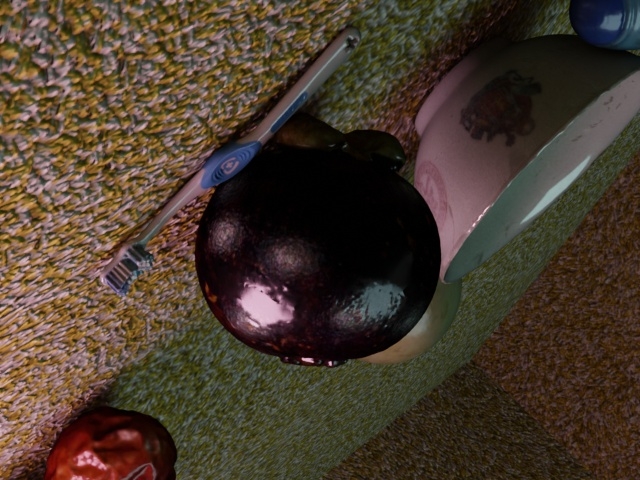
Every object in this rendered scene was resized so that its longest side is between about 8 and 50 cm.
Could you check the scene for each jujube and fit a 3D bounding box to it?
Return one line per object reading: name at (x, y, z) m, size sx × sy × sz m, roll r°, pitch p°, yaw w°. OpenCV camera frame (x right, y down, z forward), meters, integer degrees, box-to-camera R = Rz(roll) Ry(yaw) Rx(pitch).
jujube at (-0.273, 0.315, 1.734) m, size 0.174 × 0.174 × 0.250 m, roll -35°, pitch 159°, yaw -36°

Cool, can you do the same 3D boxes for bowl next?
bowl at (0.261, -0.157, 1.870) m, size 0.435 × 0.196 × 0.435 m, roll -41°, pitch 168°, yaw -11°

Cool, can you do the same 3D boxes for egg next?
egg at (0.110, 0.068, 2.032) m, size 0.218 × 0.218 × 0.295 m, roll -53°, pitch 172°, yaw 27°

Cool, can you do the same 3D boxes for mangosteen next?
mangosteen at (0.000, 0.000, 1.487) m, size 0.288 × 0.288 × 0.288 m, roll -42°, pitch 165°, yaw -14°

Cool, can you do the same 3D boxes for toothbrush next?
toothbrush at (-0.094, -0.092, 1.419) m, size 0.386 × 0.040 × 0.040 m, roll -47°, pitch 166°, yaw -9°

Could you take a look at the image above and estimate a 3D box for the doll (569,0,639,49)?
doll at (0.428, -0.359, 1.693) m, size 0.376 × 0.187 × 0.365 m, roll -23°, pitch 139°, yaw 9°
